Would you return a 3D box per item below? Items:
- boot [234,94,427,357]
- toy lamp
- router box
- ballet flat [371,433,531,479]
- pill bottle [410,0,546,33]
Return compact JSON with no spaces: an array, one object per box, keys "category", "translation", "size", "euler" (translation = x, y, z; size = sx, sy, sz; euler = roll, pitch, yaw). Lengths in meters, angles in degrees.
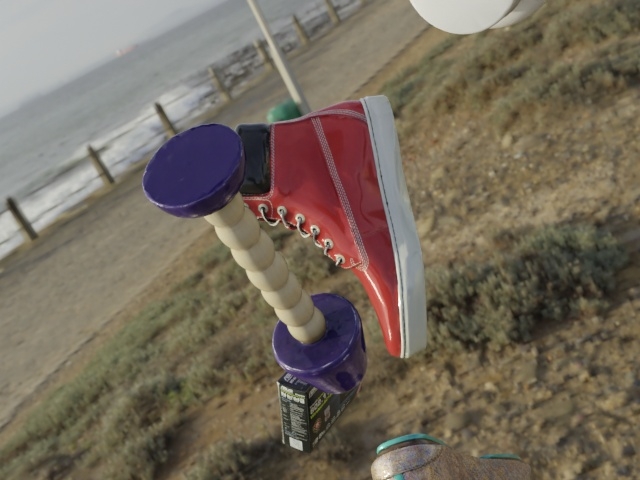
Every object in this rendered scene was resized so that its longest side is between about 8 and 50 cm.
[{"category":"boot","translation":[0.000,0.000,0.809],"size":[0.176,0.244,0.088],"euler":[-12,-7,-2]},{"category":"toy lamp","translation":[-0.030,0.031,0.649],"size":[0.080,0.275,0.080],"euler":[-12,51,15]},{"category":"router box","translation":[0.002,0.159,0.969],"size":[0.038,0.092,0.122],"euler":[15,38,27]},{"category":"ballet flat","translation":[0.155,0.286,0.953],"size":[0.107,0.316,0.106],"euler":[-31,58,26]},{"category":"pill bottle","translation":[0.183,-0.304,0.879],"size":[0.152,0.152,0.272],"euler":[-14,21,38]}]
